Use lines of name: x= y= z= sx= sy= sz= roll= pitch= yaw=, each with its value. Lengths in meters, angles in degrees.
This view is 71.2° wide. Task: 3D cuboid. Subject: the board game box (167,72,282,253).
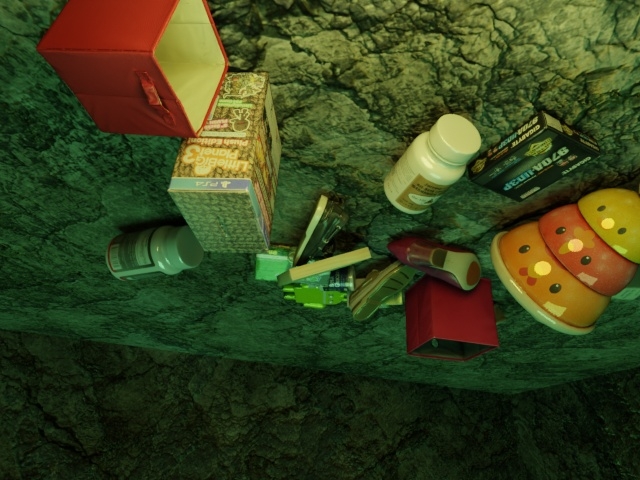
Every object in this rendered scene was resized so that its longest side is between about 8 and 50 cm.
board game box: x=-0.174 y=-0.153 z=0.912 sx=0.141 sy=0.290 sz=0.232 roll=2 pitch=151 yaw=4

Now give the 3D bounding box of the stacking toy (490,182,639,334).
stacking toy: x=0.712 y=-0.019 z=1.132 sx=0.351 sy=0.350 sz=0.479 roll=17 pitch=130 yaw=-23

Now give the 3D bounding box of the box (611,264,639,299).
box: x=0.931 y=0.143 z=1.526 sx=0.276 sy=0.094 sz=0.113 roll=-2 pitch=151 yaw=11

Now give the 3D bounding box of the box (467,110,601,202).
box: x=0.480 y=-0.182 z=1.025 sx=0.175 sy=0.051 sz=0.220 roll=17 pitch=149 yaw=-23

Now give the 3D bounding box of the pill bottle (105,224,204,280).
pill bottle: x=-0.532 y=0.038 z=1.449 sx=0.284 sy=0.161 sz=0.161 roll=-9 pitch=149 yaw=22

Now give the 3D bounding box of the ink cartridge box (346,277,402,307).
ink cartridge box: x=0.207 y=0.200 z=1.703 sx=0.210 sy=0.108 sz=0.062 roll=-5 pitch=161 yaw=15

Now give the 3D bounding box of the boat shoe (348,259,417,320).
boat shoe: x=0.208 y=0.152 z=1.591 sx=0.302 sy=0.103 sz=0.113 roll=-44 pitch=132 yaw=19

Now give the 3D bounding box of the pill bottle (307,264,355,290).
pill bottle: x=0.040 y=0.138 z=1.630 sx=0.170 sy=0.094 sz=0.094 roll=-2 pitch=151 yaw=11

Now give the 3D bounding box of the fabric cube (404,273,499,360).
fabric cube: x=0.481 y=0.291 z=1.690 sx=0.254 sy=0.258 sz=0.259 roll=8 pitch=151 yaw=-10

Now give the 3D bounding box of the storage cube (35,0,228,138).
storage cube: x=-0.291 y=-0.303 z=0.741 sx=0.193 sy=0.214 sz=0.183 roll=6 pitch=153 yaw=11

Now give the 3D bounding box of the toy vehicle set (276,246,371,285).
toy vehicle set: x=0.007 y=0.084 z=1.416 sx=0.267 sy=0.035 sz=0.166 roll=-15 pitch=174 yaw=-21

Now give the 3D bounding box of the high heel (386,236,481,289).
high heel: x=0.392 y=0.066 z=1.489 sx=0.181 sy=0.127 sz=0.377 roll=17 pitch=173 yaw=47

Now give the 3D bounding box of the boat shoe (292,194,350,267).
boat shoe: x=0.001 y=-0.004 z=1.342 sx=0.113 sy=0.127 sz=0.340 roll=20 pitch=140 yaw=-5

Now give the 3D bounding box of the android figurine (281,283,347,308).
android figurine: x=-0.019 y=0.214 z=1.825 sx=0.273 sy=0.056 sz=0.248 roll=5 pitch=152 yaw=1

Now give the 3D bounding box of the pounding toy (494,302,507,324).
pounding toy: x=0.675 y=0.309 z=1.896 sx=0.154 sy=0.154 sz=0.269 roll=-26 pitch=161 yaw=-5

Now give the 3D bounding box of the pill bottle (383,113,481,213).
pill bottle: x=0.247 y=-0.167 z=0.999 sx=0.131 sy=0.131 sz=0.229 roll=12 pitch=151 yaw=-14

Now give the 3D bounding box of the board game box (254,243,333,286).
board game box: x=-0.093 y=0.084 z=1.541 sx=0.260 sy=0.030 sz=0.136 roll=6 pitch=116 yaw=-3
